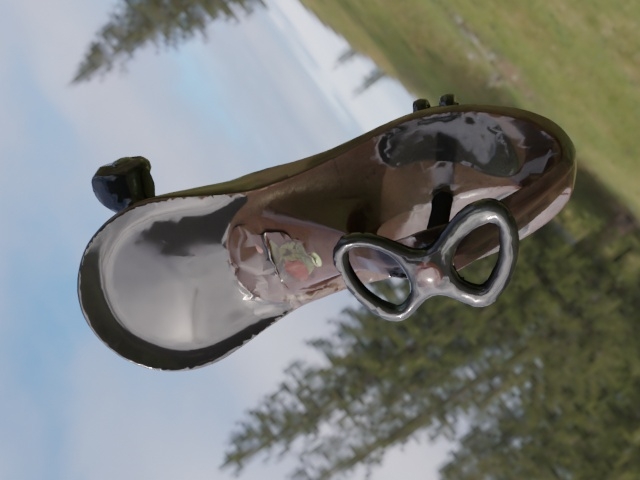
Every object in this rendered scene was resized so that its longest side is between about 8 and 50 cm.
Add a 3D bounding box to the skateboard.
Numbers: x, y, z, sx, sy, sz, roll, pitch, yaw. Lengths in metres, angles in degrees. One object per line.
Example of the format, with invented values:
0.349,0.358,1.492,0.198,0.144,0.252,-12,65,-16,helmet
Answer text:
0.000,0.000,0.407,0.080,0.151,0.067,-70,-39,-64,skateboard
